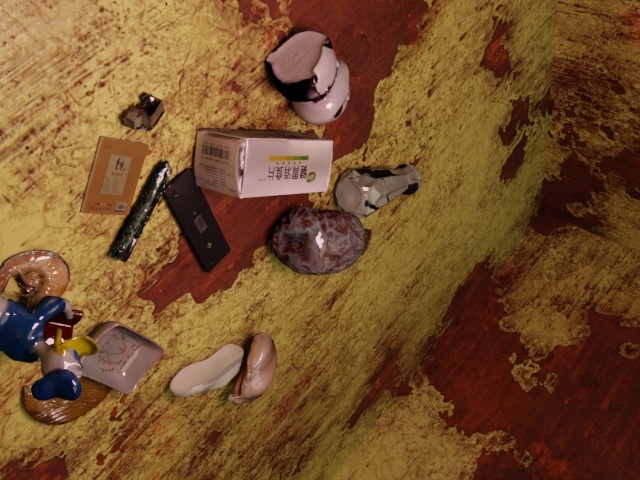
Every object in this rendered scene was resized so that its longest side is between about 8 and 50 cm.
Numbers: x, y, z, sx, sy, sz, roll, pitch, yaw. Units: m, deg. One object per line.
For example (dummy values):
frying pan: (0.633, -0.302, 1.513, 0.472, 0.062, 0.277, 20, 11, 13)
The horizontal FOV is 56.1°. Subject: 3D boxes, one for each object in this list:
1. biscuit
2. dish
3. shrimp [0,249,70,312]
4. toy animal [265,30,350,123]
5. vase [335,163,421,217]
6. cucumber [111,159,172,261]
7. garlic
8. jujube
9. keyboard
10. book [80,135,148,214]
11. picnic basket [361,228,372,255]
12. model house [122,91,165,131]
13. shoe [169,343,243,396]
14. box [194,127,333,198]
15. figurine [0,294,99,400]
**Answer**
biscuit: (-0.606, 0.372, 1.466, 0.228, 0.031, 0.176, -20, 131, -44)
dish: (-0.506, 0.280, 1.488, 0.151, 0.077, 0.212, -52, 146, -10)
shrimp: (-0.630, 0.126, 1.244, 0.143, 0.052, 0.251, 43, 73, -44)
toy animal: (-0.013, -0.404, 1.542, 0.235, 0.165, 0.187, 42, 62, -53)
vase: (0.202, -0.181, 2.016, 0.360, 0.165, 0.165, -20, 130, -49)
cucumber: (-0.409, -0.070, 1.382, 0.043, 0.044, 0.257, 27, 91, -38)
garlic: (-0.200, 0.425, 1.914, 0.217, 0.110, 0.228, 104, 11, -68)
jujube: (0.000, 0.000, 1.819, 0.317, 0.226, 0.226, -8, 121, -56)
keyboard: (-0.318, -0.043, 1.538, 0.106, 0.027, 0.317, -47, 144, -26)
book: (-0.448, -0.137, 1.309, 0.118, 0.012, 0.172, 2, 113, -53)
picnic basket: (0.101, 0.006, 2.100, 0.193, 0.054, 0.110, -4, 117, -51)
model house: (-0.375, -0.264, 1.282, 0.058, 0.057, 0.083, 109, 4, -65)
shoe: (-0.334, 0.416, 1.803, 0.265, 0.095, 0.110, -28, 135, -43)
box: (-0.139, -0.199, 1.506, 0.332, 0.173, 0.145, -10, 111, -49)
figurine: (-0.555, 0.195, 1.136, 0.205, 0.338, 0.283, -52, 157, -2)
